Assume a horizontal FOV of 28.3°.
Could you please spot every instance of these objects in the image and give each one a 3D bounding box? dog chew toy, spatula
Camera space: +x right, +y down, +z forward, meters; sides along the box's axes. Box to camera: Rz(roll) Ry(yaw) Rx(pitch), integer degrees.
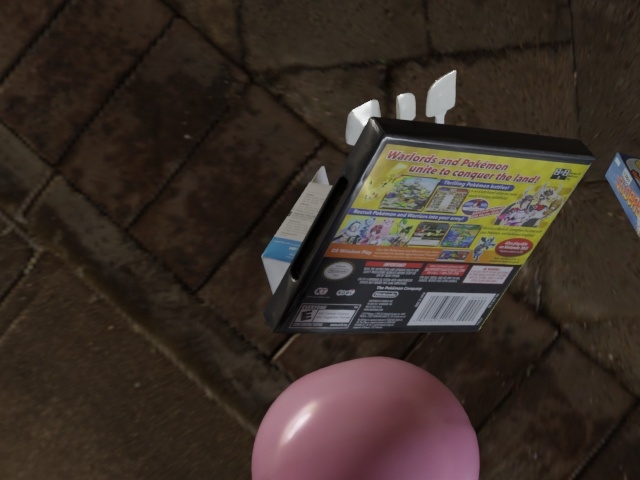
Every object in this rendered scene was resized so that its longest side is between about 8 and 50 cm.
[{"bbox_3d":[0.061,0.275,1.116,0.207,0.206,0.331,-20,68,11],"label":"dog chew toy"},{"bbox_3d":[0.116,-0.144,1.833,0.168,0.242,0.019,-26,62,-12],"label":"spatula"}]

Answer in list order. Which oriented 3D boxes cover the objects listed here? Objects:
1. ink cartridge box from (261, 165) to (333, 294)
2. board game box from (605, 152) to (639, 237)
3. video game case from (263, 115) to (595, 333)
[{"bbox_3d":[0.000,0.000,1.617,0.060,0.180,0.104,10,138,26],"label":"ink cartridge box"},{"bbox_3d":[0.397,-0.016,1.357,0.136,0.201,0.035,13,121,-15],"label":"board game box"},{"bbox_3d":[0.109,-0.006,1.259,0.035,0.275,0.248,58,132,38],"label":"video game case"}]
